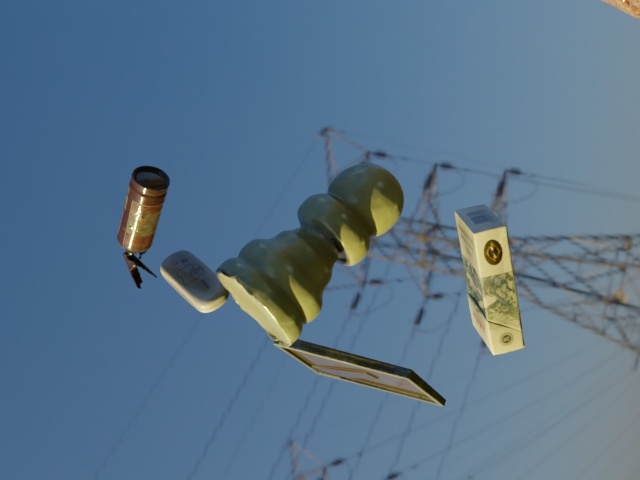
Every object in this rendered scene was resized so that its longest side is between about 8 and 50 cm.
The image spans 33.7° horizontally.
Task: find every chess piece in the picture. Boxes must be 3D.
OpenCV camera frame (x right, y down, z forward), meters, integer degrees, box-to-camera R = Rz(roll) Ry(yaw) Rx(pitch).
[{"bbox_3d":[0.000,0.000,1.295,0.243,0.133,0.133,-45,-33,-13],"label":"chess piece"}]

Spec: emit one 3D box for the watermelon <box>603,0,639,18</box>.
[{"bbox_3d":[0.388,-0.293,1.166,0.094,0.241,0.154,32,-99,-50],"label":"watermelon"}]

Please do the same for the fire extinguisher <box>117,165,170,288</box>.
[{"bbox_3d":[-0.352,-0.017,2.069,0.075,0.106,0.252,-3,-47,-30],"label":"fire extinguisher"}]

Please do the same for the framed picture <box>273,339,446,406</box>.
[{"bbox_3d":[0.053,0.174,1.410,0.150,0.203,0.015,43,-118,-56],"label":"framed picture"}]

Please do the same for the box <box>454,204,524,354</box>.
[{"bbox_3d":[0.107,0.024,0.676,0.054,0.024,0.083,-116,13,-72],"label":"box"}]

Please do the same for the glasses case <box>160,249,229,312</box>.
[{"bbox_3d":[-0.250,0.079,2.089,0.074,0.193,0.049,-37,-48,-15],"label":"glasses case"}]
